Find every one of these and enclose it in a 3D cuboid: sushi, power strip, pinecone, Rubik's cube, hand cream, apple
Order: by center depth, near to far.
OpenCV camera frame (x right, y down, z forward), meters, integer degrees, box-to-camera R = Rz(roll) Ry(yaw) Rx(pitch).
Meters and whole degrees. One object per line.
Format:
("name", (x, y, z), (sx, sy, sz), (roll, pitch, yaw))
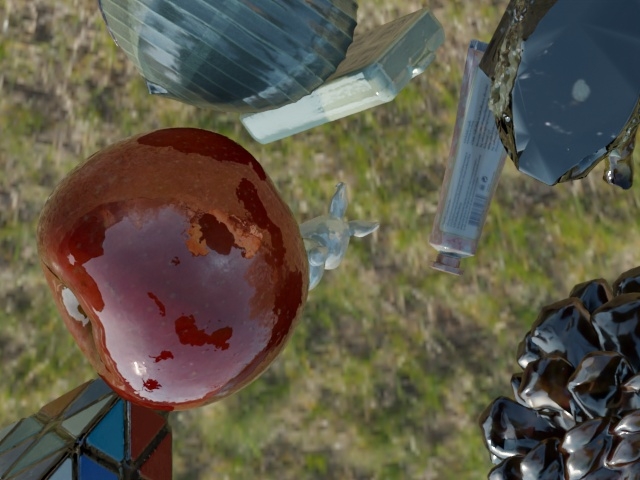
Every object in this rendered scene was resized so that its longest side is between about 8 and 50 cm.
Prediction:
("sushi", (0.085, -0.069, 0.472), (0.056, 0.083, 0.085), (26, 118, 6))
("hand cream", (0.139, -0.073, 1.369), (0.067, 0.043, 0.210), (16, 90, -4))
("apple", (-0.138, 0.019, 1.395), (0.216, 0.260, 0.260), (-32, 134, -17))
("power strip", (0.019, -0.170, 1.594), (0.046, 0.118, 0.270), (51, 147, -18))
("pinecone", (0.369, 0.209, 1.668), (0.397, 0.398, 0.398), (-2, 132, -2))
("Rubik's cube", (-0.210, 0.272, 1.697), (0.250, 0.284, 0.234), (-40, 107, -20))

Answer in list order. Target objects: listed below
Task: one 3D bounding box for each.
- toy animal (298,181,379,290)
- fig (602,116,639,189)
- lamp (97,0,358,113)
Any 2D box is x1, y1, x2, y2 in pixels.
("toy animal", (-0.003, 0.003, 1.747), (0.071, 0.124, 0.085), (46, 139, 3))
("fig", (0.259, -0.136, 1.049), (0.190, 0.191, 0.290), (-11, 126, 6))
("lamp", (-0.096, -0.236, 1.461), (0.265, 0.233, 0.233), (35, 124, -4))
